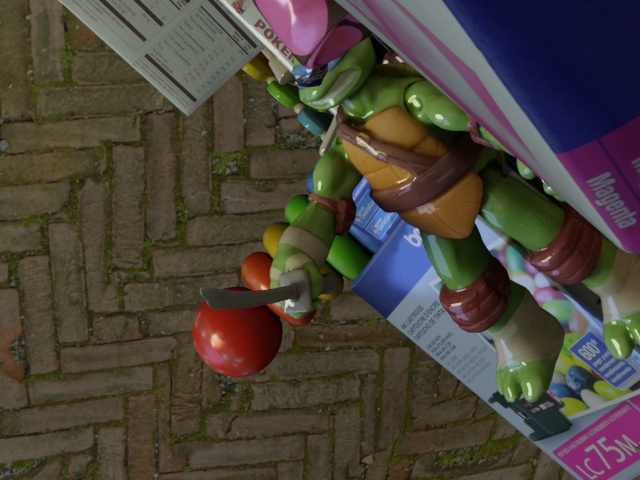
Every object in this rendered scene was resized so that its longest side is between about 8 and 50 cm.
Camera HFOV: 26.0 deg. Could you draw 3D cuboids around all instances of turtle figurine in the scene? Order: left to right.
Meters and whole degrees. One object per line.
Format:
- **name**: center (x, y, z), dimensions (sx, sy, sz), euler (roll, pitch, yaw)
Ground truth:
- **turtle figurine**: center (0.075, 0.009, 0.812), dimensions (0.266, 0.198, 0.275), euler (40, -172, -23)

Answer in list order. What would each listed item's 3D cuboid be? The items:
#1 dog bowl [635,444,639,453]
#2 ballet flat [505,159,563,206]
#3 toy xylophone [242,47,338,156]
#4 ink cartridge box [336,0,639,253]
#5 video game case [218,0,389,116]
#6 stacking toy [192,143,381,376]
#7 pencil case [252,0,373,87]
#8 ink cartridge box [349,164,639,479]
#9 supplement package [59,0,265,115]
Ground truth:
- **dog bowl**: center (0.344, 0.213, 0.802), dimensions (0.349, 0.102, 0.349), euler (44, -177, -3)
- **ballet flat**: center (0.156, -0.011, 1.080), dimensions (0.248, 0.086, 0.086), euler (45, -178, 6)
- **toy xylophone**: center (-0.066, -0.233, 1.713), dimensions (0.323, 0.081, 0.236), euler (48, -162, 25)
- **ink cartridge box**: center (0.001, -0.128, 0.369), dimensions (0.324, 0.071, 0.330), euler (43, -176, -46)
- **video game case**: center (-0.003, -0.167, 1.111), dimensions (0.183, 0.023, 0.201), euler (45, -159, 6)
- **stacking toy**: center (0.000, 0.000, 1.364), dimensions (0.141, 0.330, 0.141), euler (45, -177, -3)
- **pencil case**: center (-0.045, -0.181, 0.701), dimensions (0.209, 0.095, 0.098), euler (47, -157, 1)
- **ink cartridge box**: center (0.142, 0.048, 1.024), dimensions (0.311, 0.065, 0.186), euler (42, 148, 5)
- **supplement package**: center (-0.174, -0.282, 1.259), dimensions (0.262, 0.145, 0.204), euler (53, -173, 37)
